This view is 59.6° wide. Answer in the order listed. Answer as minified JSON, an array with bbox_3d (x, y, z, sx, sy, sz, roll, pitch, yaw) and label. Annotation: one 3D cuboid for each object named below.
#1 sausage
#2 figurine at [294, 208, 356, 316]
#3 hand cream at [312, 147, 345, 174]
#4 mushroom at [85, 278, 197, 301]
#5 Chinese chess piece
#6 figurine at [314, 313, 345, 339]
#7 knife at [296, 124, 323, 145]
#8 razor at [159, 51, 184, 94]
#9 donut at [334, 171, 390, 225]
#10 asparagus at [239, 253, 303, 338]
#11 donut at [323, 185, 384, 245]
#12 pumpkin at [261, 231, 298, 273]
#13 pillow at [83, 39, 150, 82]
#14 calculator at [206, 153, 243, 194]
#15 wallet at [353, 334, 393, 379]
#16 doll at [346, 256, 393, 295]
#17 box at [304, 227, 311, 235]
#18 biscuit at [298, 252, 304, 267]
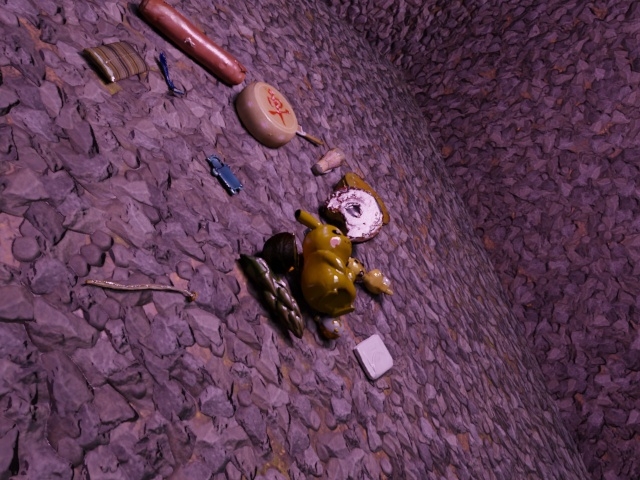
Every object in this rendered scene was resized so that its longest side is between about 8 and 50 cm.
[{"bbox_3d":[-0.424,-0.672,1.900,0.419,0.094,0.094,33,-3,-37],"label":"sausage"},{"bbox_3d":[0.019,0.076,1.715,0.218,0.169,0.326,50,34,-50],"label":"figurine"},{"bbox_3d":[0.027,-0.314,2.264,0.084,0.084,0.203,54,33,-5],"label":"hand cream"},{"bbox_3d":[-0.385,0.105,1.231,0.286,0.028,0.025,18,89,-49],"label":"mushroom"},{"bbox_3d":[-0.193,-0.459,2.038,0.251,0.097,0.250,38,34,-32],"label":"Chinese chess piece"},{"bbox_3d":[0.038,0.243,1.707,0.101,0.068,0.143,39,28,1],"label":"figurine"},{"bbox_3d":[-0.085,-0.446,2.275,0.256,0.022,0.046,21,50,-42],"label":"knife"},{"bbox_3d":[-0.469,-0.512,1.725,0.044,0.028,0.154,-4,66,-59],"label":"razor"},{"bbox_3d":[0.159,-0.152,2.282,0.272,0.107,0.272,40,27,-26],"label":"donut"},{"bbox_3d":[-0.122,0.146,1.542,0.287,0.080,0.080,60,28,4],"label":"asparagus"},{"bbox_3d":[0.121,-0.091,2.089,0.216,0.096,0.230,-39,80,-26],"label":"donut"},{"bbox_3d":[-0.115,0.037,1.611,0.183,0.108,0.118,134,-45,-83],"label":"pumpkin"},{"bbox_3d":[-0.561,-0.504,1.561,0.113,0.038,0.203,50,28,-12],"label":"pillow"},{"bbox_3d":[-0.292,-0.202,1.696,0.141,0.019,0.094,53,28,-4],"label":"calculator"},{"bbox_3d":[0.178,0.378,1.828,0.183,0.032,0.124,-12,68,-59],"label":"wallet"},{"bbox_3d":[0.165,0.129,2.008,0.291,0.086,0.117,31,8,-42],"label":"doll"},{"bbox_3d":[0.000,0.000,1.935,0.126,0.031,0.091,55,28,-6],"label":"box"},{"bbox_3d":[-0.022,0.088,1.822,0.119,0.019,0.129,11,52,-53],"label":"biscuit"}]
